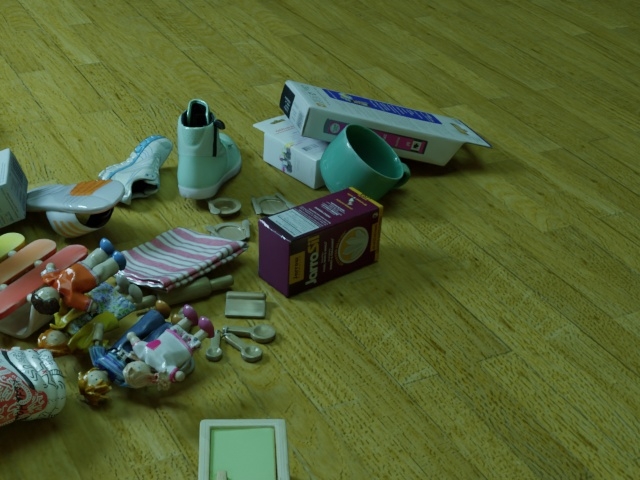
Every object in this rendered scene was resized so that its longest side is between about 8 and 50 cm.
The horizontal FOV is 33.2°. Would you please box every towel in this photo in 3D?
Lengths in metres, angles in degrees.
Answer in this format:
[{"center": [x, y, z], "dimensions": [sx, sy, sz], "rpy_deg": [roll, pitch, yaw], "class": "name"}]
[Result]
[{"center": [-0.223, 0.023, 1.640], "dimensions": [0.144, 0.029, 0.197], "rpy_deg": [13, 27, 34], "class": "towel"}]

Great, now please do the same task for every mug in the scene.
[{"center": [0.074, -0.115, 1.857], "dimensions": [0.158, 0.097, 0.129], "rpy_deg": [37, 30, -13], "class": "mug"}]

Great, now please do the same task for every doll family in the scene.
[{"center": [-0.273, 0.131, 1.417], "dimensions": [0.263, 0.118, 0.163], "rpy_deg": [34, 52, 21], "class": "doll family"}]

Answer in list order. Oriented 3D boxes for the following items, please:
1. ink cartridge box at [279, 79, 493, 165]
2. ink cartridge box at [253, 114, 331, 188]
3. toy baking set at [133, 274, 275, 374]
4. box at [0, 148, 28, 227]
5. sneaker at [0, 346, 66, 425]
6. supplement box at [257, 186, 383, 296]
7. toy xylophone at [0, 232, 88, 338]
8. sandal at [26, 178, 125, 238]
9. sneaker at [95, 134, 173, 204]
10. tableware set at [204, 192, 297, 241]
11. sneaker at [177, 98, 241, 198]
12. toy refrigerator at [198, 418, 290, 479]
[{"center": [0.120, -0.213, 1.998], "dimensions": [0.371, 0.069, 0.176], "rpy_deg": [8, 21, -19], "class": "ink cartridge box"}, {"center": [-0.032, -0.167, 1.976], "dimensions": [0.104, 0.061, 0.181], "rpy_deg": [-22, 40, -37], "class": "ink cartridge box"}, {"center": [-0.182, 0.118, 1.518], "dimensions": [0.256, 0.030, 0.197], "rpy_deg": [-11, 34, -23], "class": "toy baking set"}, {"center": [-0.546, -0.068, 1.715], "dimensions": [0.137, 0.072, 0.126], "rpy_deg": [-21, 33, 0], "class": "box"}, {"center": [-0.434, 0.168, 1.369], "dimensions": [0.145, 0.090, 0.270], "rpy_deg": [-1, 13, -44], "class": "sneaker"}, {"center": [0.000, 0.000, 1.660], "dimensions": [0.188, 0.104, 0.081], "rpy_deg": [-21, 39, -34], "class": "supplement box"}, {"center": [-0.494, 0.062, 1.533], "dimensions": [0.323, 0.081, 0.236], "rpy_deg": [13, 33, 17], "class": "toy xylophone"}, {"center": [-0.401, -0.047, 1.740], "dimensions": [0.265, 0.076, 0.102], "rpy_deg": [2, 28, 43], "class": "sandal"}, {"center": [-0.304, -0.115, 1.871], "dimensions": [0.083, 0.071, 0.190], "rpy_deg": [23, 44, 19], "class": "sneaker"}, {"center": [-0.115, -0.041, 1.799], "dimensions": [0.169, 0.020, 0.141], "rpy_deg": [-6, 32, -16], "class": "tableware set"}, {"center": [-0.192, -0.184, 1.896], "dimensions": [0.094, 0.151, 0.256], "rpy_deg": [4, 23, 4], "class": "sneaker"}, {"center": [-0.082, 0.308, 1.150], "dimensions": [0.102, 0.094, 0.269], "rpy_deg": [1, 32, -5], "class": "toy refrigerator"}]
